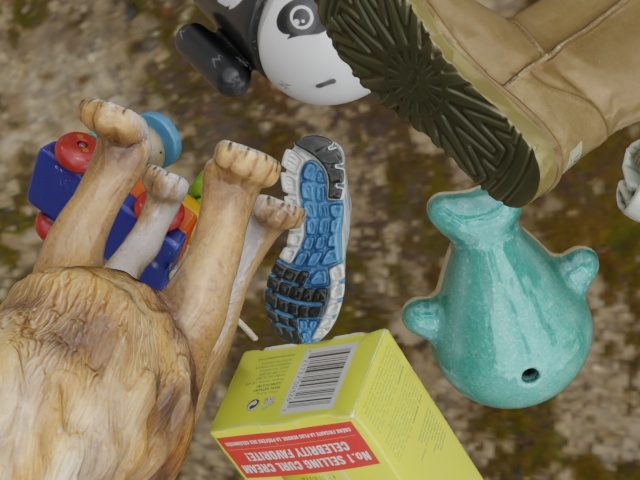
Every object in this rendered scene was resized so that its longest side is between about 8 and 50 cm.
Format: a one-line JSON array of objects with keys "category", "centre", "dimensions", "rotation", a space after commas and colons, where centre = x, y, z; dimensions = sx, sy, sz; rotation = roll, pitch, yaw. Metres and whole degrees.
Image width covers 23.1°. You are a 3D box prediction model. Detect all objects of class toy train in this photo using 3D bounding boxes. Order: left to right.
[{"category": "toy train", "centre": [-0.114, -0.013, 1.333], "dimensions": [0.248, 0.105, 0.143], "rotation": [35, 40, 15]}]

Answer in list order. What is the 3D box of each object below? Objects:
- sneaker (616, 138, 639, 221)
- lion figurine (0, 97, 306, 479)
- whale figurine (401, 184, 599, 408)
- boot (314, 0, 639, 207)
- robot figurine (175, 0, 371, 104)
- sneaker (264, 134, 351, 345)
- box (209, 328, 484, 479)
[{"category": "sneaker", "centre": [0.373, -0.061, 1.471], "dimensions": [0.169, 0.292, 0.108], "rotation": [32, 113, 11]}, {"category": "lion figurine", "centre": [-0.104, 0.067, 0.808], "dimensions": [0.142, 0.392, 0.240], "rotation": [19, 86, 11]}, {"category": "whale figurine", "centre": [0.192, 0.062, 1.625], "dimensions": [0.216, 0.141, 0.272], "rotation": [-16, 127, 1]}, {"category": "boot", "centre": [0.154, -0.158, 1.086], "dimensions": [0.269, 0.089, 0.236], "rotation": [-33, 79, -35]}, {"category": "robot figurine", "centre": [-0.027, -0.251, 1.504], "dimensions": [0.173, 0.278, 0.209], "rotation": [-6, 131, -38]}, {"category": "sneaker", "centre": [0.000, 0.000, 1.383], "dimensions": [0.071, 0.083, 0.191], "rotation": [11, 100, 13]}, {"category": "box", "centre": [0.042, 0.147, 0.782], "dimensions": [0.232, 0.087, 0.058], "rotation": [59, 37, -31]}]
